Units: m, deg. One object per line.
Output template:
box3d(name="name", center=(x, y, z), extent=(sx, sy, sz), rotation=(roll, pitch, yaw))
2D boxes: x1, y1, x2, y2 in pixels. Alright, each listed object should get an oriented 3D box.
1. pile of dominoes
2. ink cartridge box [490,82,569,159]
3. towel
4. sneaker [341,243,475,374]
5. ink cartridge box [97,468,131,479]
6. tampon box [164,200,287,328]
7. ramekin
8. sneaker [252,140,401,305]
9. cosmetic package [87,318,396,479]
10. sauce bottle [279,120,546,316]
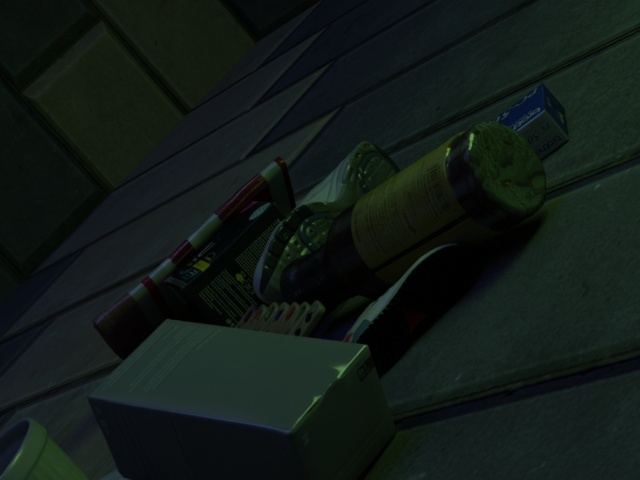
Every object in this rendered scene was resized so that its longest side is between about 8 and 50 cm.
box3d(name="pile of dominoes", center=(-0.096, 0.142, 1.742), extent=(0.196, 0.040, 0.251), rotation=(-61, 18, -13))
box3d(name="ink cartridge box", center=(0.176, -0.082, 1.798), extent=(0.207, 0.046, 0.097), rotation=(-36, 15, 19))
box3d(name="towel", center=(-0.165, 0.031, 2.215), extent=(0.329, 0.037, 0.237), rotation=(-43, -13, -9))
box3d(name="sneaker", center=(0.078, 0.060, 1.584), extent=(0.161, 0.057, 0.075), rotation=(-47, 19, -11))
box3d(name="ink cartridge box", center=(-0.171, 0.286, 1.487), extent=(0.158, 0.092, 0.218), rotation=(-33, 17, 33))
box3d(name="tampon box", center=(-0.097, 0.038, 2.065), extent=(0.161, 0.101, 0.120), rotation=(-44, 13, -10))
box3d(name="ramekin", center=(-0.323, 0.292, 1.670), extent=(0.207, 0.109, 0.207), rotation=(-44, 14, 14))
box3d(name="sneaker", center=(0.000, 0.000, 1.935), extent=(0.129, 0.111, 0.297), rotation=(-36, 6, 40))
box3d(name="cosmetic package", center=(-0.069, 0.149, 1.414), extent=(0.238, 0.107, 0.127), rotation=(9, 38, 37))
box3d(name="sauce bottle", center=(0.080, -0.009, 1.680), extent=(0.344, 0.111, 0.111), rotation=(-30, 17, 45))
